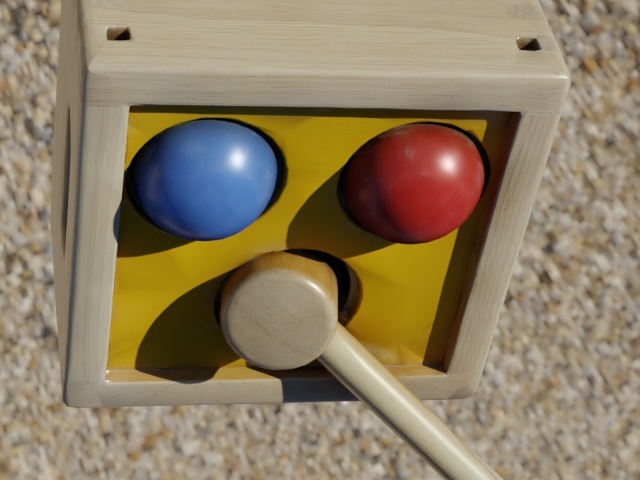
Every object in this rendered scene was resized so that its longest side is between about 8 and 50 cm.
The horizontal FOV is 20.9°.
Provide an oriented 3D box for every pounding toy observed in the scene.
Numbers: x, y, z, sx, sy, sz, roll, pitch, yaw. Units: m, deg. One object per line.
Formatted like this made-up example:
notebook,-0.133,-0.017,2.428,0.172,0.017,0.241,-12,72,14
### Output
pounding toy,0.000,0.000,0.440,0.130,0.100,0.141,0,133,-12
